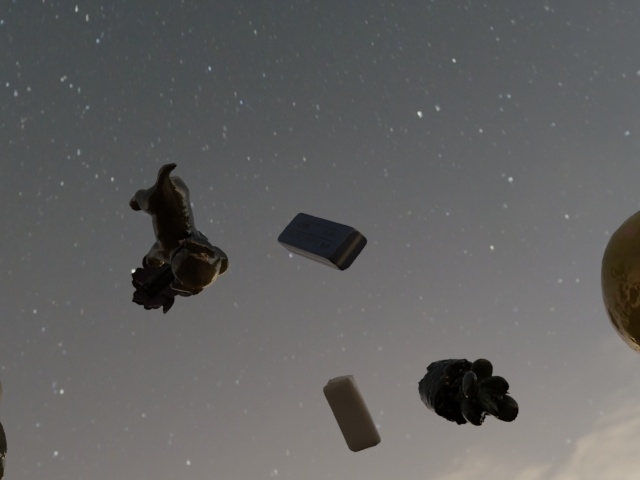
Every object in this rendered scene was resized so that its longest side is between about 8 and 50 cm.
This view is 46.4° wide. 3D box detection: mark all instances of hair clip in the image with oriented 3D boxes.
[{"bbox_3d":[-0.297,0.064,1.498,0.124,0.052,0.195,44,-90,-9],"label":"hair clip"}]

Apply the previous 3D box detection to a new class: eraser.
[{"bbox_3d":[0.000,0.000,1.472,0.082,0.225,0.036,-50,-59,-14],"label":"eraser"}]

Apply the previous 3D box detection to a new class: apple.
[{"bbox_3d":[0.575,0.063,1.138,0.286,0.285,0.233,23,-13,-33],"label":"apple"}]

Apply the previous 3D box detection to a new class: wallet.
[{"bbox_3d":[0.075,0.421,1.827,0.095,0.190,0.033,-29,-5,27],"label":"wallet"}]

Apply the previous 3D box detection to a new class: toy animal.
[{"bbox_3d":[-0.256,-0.014,1.365,0.121,0.233,0.169,-20,0,-25],"label":"toy animal"}]

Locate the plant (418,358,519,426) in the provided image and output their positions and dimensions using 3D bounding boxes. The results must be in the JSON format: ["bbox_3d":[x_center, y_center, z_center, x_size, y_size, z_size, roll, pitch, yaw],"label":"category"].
[{"bbox_3d":[0.331,0.334,1.645,0.147,0.149,0.274,21,-12,-12],"label":"plant"}]

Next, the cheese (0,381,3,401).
[{"bbox_3d":[-0.736,0.249,1.451,0.127,0.266,0.233,-39,-15,-15],"label":"cheese"}]

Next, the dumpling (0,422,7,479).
[{"bbox_3d":[-0.789,0.444,1.548,0.293,0.163,0.204,31,-83,-28],"label":"dumpling"}]
